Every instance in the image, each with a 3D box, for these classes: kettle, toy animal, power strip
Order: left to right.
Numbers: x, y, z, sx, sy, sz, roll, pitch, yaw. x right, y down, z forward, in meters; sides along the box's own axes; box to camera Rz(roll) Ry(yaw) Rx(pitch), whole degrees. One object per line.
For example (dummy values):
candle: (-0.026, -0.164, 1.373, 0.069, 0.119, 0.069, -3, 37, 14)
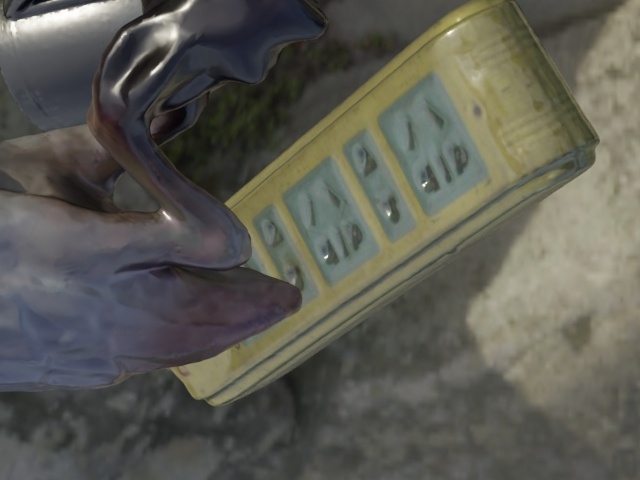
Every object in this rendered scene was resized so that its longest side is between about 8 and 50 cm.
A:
toy animal: (-0.140, -0.001, 0.664, 0.324, 0.090, 0.195, -26, 122, 6)
kettle: (-0.186, -0.241, 2.000, 0.290, 0.207, 0.268, -11, 154, 29)
power strip: (0.000, 0.000, 0.977, 0.092, 0.066, 0.387, 61, 145, 7)
